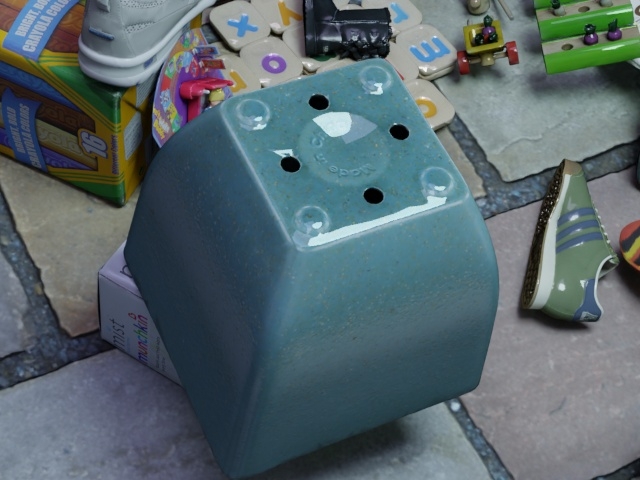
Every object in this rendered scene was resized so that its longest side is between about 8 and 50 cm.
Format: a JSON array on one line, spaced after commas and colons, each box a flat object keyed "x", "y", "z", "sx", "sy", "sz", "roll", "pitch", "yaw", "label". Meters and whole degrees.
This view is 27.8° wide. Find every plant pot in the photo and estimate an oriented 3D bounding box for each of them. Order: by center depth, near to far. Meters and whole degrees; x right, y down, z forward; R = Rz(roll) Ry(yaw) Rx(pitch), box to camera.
[{"x": 0.000, "y": 0.000, "z": 1.041, "sx": 0.247, "sy": 0.252, "sz": 0.247, "roll": -18, "pitch": 62, "yaw": -20, "label": "plant pot"}]

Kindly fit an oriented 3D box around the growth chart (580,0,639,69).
[{"x": 0.392, "y": -0.260, "z": 1.481, "sx": 0.172, "sy": 0.021, "sz": 0.237, "roll": -38, "pitch": 36, "yaw": -5, "label": "growth chart"}]

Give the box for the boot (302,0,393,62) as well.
[{"x": 0.030, "y": -0.257, "z": 1.480, "sx": 0.099, "sy": 0.045, "sz": 0.121, "roll": -1, "pitch": 60, "yaw": -4, "label": "boot"}]

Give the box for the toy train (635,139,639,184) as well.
[{"x": 0.466, "y": -0.170, "z": 1.457, "sx": 0.190, "sy": 0.142, "sz": 0.334, "roll": 11, "pitch": 53, "yaw": 12, "label": "toy train"}]

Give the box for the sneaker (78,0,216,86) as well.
[{"x": -0.140, "y": -0.272, "z": 1.229, "sx": 0.105, "sy": 0.115, "sz": 0.281, "roll": 17, "pitch": 53, "yaw": 4, "label": "sneaker"}]

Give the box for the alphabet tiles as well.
[{"x": 0.010, "y": -0.197, "z": 1.474, "sx": 0.284, "sy": 0.021, "sz": 0.278, "roll": -26, "pitch": 60, "yaw": -24, "label": "alphabet tiles"}]

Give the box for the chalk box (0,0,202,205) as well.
[{"x": -0.288, "y": -0.200, "z": 1.337, "sx": 0.289, "sy": 0.179, "sz": 0.180, "roll": 24, "pitch": 55, "yaw": 8, "label": "chalk box"}]

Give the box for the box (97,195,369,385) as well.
[{"x": -0.047, "y": 0.026, "z": 1.243, "sx": 0.231, "sy": 0.127, "sz": 0.262, "roll": 28, "pitch": 56, "yaw": 12, "label": "box"}]

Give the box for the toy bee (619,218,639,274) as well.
[{"x": 0.439, "y": -0.011, "z": 1.254, "sx": 0.195, "sy": 0.298, "sz": 0.162, "roll": 19, "pitch": 43, "yaw": -26, "label": "toy bee"}]

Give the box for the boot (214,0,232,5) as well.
[{"x": -0.164, "y": -0.330, "z": 1.507, "sx": 0.219, "sy": 0.082, "sz": 0.106, "roll": -12, "pitch": 60, "yaw": -13, "label": "boot"}]

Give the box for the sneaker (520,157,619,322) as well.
[{"x": 0.268, "y": 0.006, "z": 1.347, "sx": 0.086, "sy": 0.064, "sz": 0.192, "roll": 21, "pitch": 55, "yaw": -2, "label": "sneaker"}]

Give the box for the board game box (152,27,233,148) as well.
[{"x": -0.115, "y": -0.128, "z": 1.316, "sx": 0.033, "sy": 0.169, "sz": 0.133, "roll": 9, "pitch": 60, "yaw": 22, "label": "board game box"}]

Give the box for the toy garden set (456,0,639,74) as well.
[{"x": 0.254, "y": -0.284, "z": 1.511, "sx": 0.203, "sy": 0.049, "sz": 0.244, "roll": -10, "pitch": 42, "yaw": 9, "label": "toy garden set"}]
